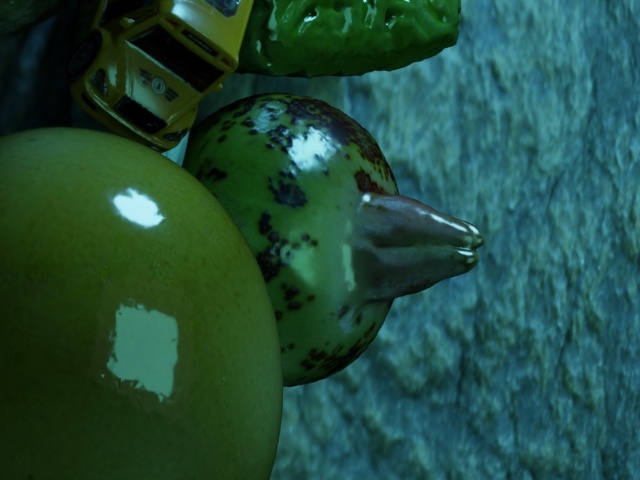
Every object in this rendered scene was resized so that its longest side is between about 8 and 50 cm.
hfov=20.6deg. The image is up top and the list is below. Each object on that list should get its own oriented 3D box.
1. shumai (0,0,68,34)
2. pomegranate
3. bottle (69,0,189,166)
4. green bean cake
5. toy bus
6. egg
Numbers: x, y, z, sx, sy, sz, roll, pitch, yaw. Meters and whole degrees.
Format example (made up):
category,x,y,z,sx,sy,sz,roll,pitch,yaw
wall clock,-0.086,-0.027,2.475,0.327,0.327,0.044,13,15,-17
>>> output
category,x,y,z,sx,sy,sz,roll,pitch,yaw
shumai,-0.179,-0.224,1.086,0.161,0.153,0.210,-24,117,-37
pomegranate,0.000,0.000,1.244,0.214,0.247,0.214,3,86,-60
bottle,-0.124,-0.169,1.206,0.083,0.083,0.270,14,77,-49
green bean cake,0.004,-0.233,1.308,0.248,0.125,0.222,-6,100,-49
toy bus,-0.089,-0.156,1.117,0.083,0.088,0.194,34,56,-34
egg,-0.146,0.087,1.085,0.250,0.250,0.322,-37,122,-40
